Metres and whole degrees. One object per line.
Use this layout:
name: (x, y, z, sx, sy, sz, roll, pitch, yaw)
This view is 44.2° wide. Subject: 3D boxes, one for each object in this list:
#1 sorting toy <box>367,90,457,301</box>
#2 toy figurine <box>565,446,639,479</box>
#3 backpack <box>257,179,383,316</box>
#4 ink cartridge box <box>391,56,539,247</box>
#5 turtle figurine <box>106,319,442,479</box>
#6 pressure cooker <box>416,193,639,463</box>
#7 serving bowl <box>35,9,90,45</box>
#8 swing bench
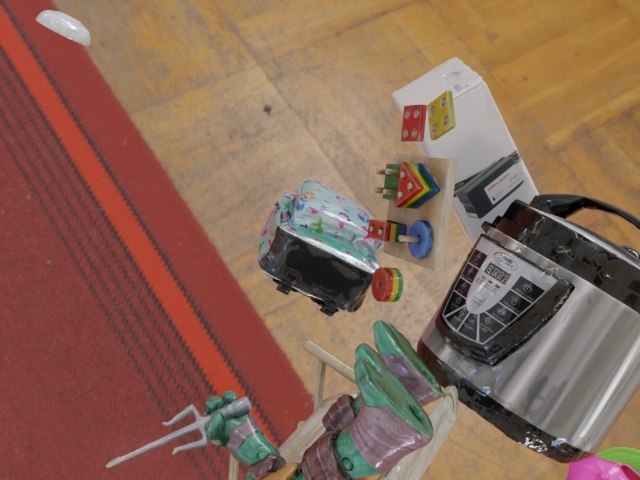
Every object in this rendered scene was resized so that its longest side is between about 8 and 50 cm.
sorting toy: (0.108, -0.049, 0.974, 0.046, 0.132, 0.275, 3, 98, -25)
toy figurine: (0.349, 0.335, 1.001, 0.173, 0.159, 0.130, -53, 48, 7)
backpack: (0.000, 0.000, 1.496, 0.225, 0.253, 0.191, 25, 102, -11)
ink cartridge box: (0.322, -0.155, 1.660, 0.166, 0.285, 0.395, -28, 111, 7)
turtle figurine: (-0.038, 0.146, 0.445, 0.234, 0.175, 0.118, -41, 104, 12)
pressure cooker: (0.412, 0.124, 1.386, 0.369, 0.375, 0.421, 33, 96, 4)
serving bowl: (-0.382, -0.323, 1.184, 0.083, 0.083, 0.027, 29, 99, 2)
swing bench: (0.025, 0.288, 1.071, 0.254, 0.165, 0.253, 15, 24, 25)
